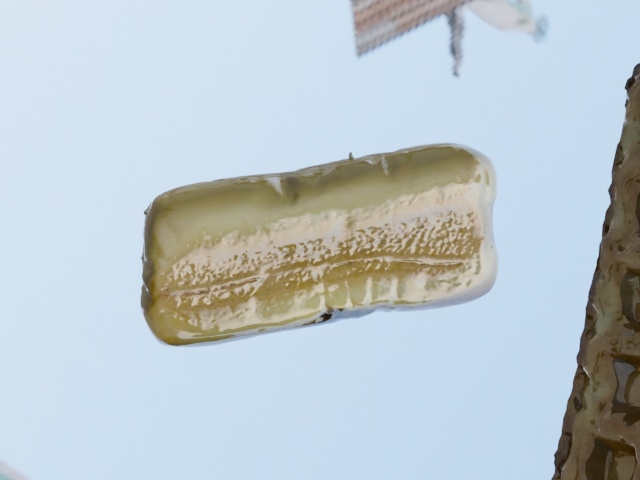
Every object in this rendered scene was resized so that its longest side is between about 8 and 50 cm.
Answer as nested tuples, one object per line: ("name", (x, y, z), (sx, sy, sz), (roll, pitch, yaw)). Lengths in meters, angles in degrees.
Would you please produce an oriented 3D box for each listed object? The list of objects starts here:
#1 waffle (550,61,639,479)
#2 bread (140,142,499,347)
("waffle", (0.227, 0.054, 0.597), (0.213, 0.091, 0.308), (4, -98, 58))
("bread", (0.000, 0.000, 1.003), (0.091, 0.305, 0.142), (-134, -143, -69))
